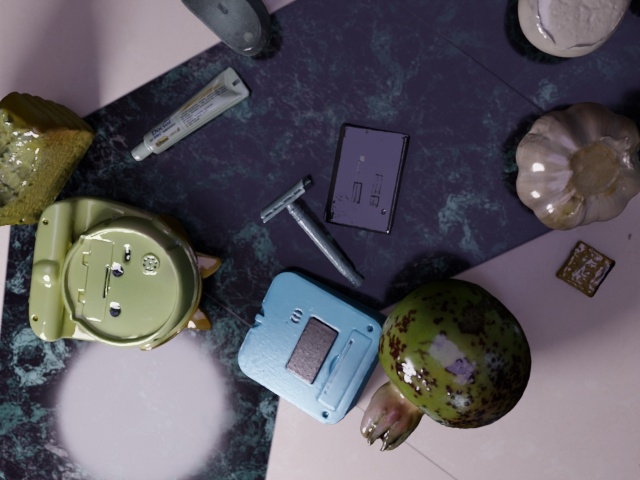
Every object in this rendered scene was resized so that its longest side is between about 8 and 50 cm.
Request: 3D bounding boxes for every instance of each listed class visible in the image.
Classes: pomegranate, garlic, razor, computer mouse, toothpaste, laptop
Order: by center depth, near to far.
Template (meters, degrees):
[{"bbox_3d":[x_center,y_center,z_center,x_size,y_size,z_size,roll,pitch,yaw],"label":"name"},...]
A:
[{"bbox_3d":[0.444,-0.130,1.307,0.228,0.152,0.227,0,93,0],"label":"garlic"},{"bbox_3d":[0.203,0.237,1.328,0.285,0.285,0.340,40,100,-1],"label":"pomegranate"},{"bbox_3d":[-0.172,-0.428,1.368,0.229,0.068,0.113,48,114,8],"label":"computer mouse"},{"bbox_3d":[0.086,-0.116,1.415,0.135,0.016,0.197,11,100,5],"label":"laptop"},{"bbox_3d":[-0.252,-0.231,1.421,0.255,0.037,0.067,-35,88,7],"label":"toothpaste"},{"bbox_3d":[0.000,0.000,1.424,0.106,0.068,0.232,-35,103,20],"label":"razor"}]

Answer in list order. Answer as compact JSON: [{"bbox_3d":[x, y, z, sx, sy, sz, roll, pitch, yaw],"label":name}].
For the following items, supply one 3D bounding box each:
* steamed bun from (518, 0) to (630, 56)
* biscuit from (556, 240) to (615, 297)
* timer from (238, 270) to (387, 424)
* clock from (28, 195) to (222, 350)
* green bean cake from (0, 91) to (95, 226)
[{"bbox_3d":[0.429,-0.426,1.271,0.177,0.131,0.228,19,99,-8],"label":"steamed bun"},{"bbox_3d":[0.495,0.054,1.398,0.081,0.018,0.083,30,100,1],"label":"biscuit"},{"bbox_3d":[-0.013,0.202,1.462,0.250,0.091,0.232,29,102,12],"label":"timer"},{"bbox_3d":[-0.372,0.075,1.442,0.348,0.117,0.286,10,100,4],"label":"clock"},{"bbox_3d":[-0.550,-0.147,1.370,0.124,0.233,0.236,37,100,5],"label":"green bean cake"}]
